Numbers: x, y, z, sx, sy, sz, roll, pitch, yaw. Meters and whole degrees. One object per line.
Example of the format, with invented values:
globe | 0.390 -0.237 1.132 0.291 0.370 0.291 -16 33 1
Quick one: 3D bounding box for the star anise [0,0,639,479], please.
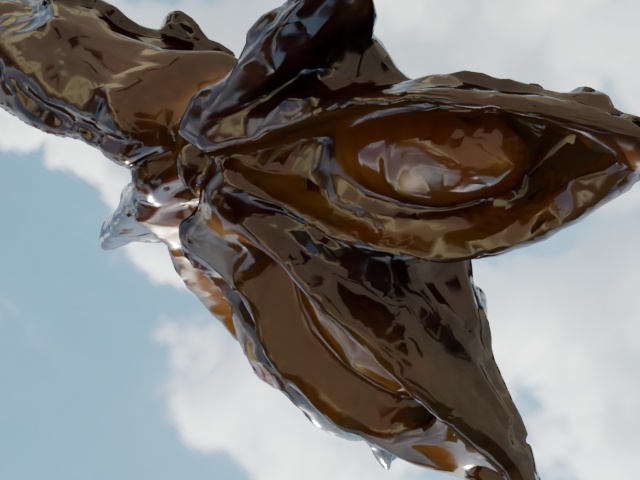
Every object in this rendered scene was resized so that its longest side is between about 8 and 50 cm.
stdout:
star anise | -0.002 0.003 0.443 0.053 0.212 0.157 -41 -64 -36
